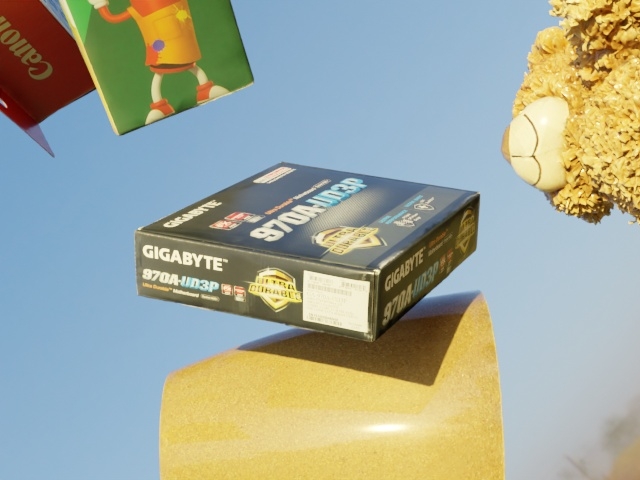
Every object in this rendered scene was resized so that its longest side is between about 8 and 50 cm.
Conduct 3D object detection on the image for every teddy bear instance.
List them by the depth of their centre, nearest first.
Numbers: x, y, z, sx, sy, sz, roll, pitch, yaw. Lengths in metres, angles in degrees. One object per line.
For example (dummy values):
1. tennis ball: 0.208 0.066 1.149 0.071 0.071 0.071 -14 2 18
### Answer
1. teddy bear: 0.235 -0.069 0.789 0.113 0.338 0.245 -41 -50 -15

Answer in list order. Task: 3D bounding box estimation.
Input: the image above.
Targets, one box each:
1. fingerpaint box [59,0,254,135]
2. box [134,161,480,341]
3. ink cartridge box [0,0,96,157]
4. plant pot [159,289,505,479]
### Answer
1. fingerpaint box: -0.241 -0.389 1.204 0.163 0.445 0.371 -22 -50 -8
2. box: 0.000 0.000 0.827 0.220 0.175 0.051 -32 -52 -60
3. ink cartridge box: -0.410 -0.294 1.501 0.130 0.272 0.309 -31 -25 3
4. plant pot: 0.006 0.162 0.926 0.254 0.237 0.237 -2 -26 2
